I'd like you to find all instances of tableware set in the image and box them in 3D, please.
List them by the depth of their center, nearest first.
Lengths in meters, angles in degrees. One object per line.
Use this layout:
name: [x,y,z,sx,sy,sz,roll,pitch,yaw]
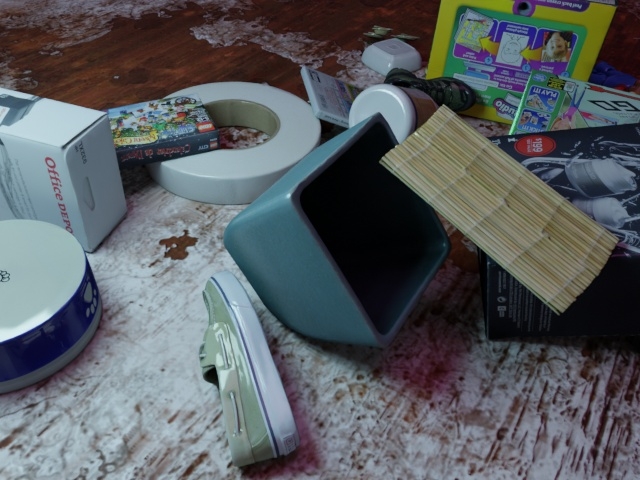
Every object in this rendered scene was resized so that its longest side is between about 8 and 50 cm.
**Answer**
tableware set: [0.205,-0.599,1.682,0.141,0.020,0.168,8,13,-9]

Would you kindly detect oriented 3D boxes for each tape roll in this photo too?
tape roll: [-0.189,-0.224,1.249,0.392,0.072,0.392,2,42,-2]

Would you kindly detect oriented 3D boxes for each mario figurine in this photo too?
mario figurine: [0.756,-0.340,1.446,0.198,0.170,0.320,-38,36,7]

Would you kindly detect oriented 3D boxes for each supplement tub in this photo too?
supplement tub: [0.165,-0.248,1.211,0.144,0.144,0.200,30,23,25]

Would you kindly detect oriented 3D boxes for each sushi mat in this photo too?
sushi mat: [0.241,-0.053,0.787,0.316,0.019,0.151,43,64,16]

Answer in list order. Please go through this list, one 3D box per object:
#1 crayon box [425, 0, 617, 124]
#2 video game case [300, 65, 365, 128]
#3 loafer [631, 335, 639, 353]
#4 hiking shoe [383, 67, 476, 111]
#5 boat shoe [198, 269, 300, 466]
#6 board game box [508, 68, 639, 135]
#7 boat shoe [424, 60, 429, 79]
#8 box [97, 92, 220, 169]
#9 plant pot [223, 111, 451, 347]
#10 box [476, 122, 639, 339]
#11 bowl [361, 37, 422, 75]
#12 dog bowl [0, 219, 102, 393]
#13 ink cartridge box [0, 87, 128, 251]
crayon box: [0.447,-0.438,1.352,0.363,0.313,0.106,16,43,13]
video game case: [0.057,-0.324,1.360,0.193,0.023,0.212,14,37,-25]
loafer: [0.603,0.152,0.893,0.220,0.080,0.078,14,44,11]
hiking shoe: [0.252,-0.341,1.373,0.227,0.086,0.114,16,41,15]
boat shoe: [-0.122,0.164,0.805,0.094,0.109,0.302,-15,49,-18]
board game box: [0.560,-0.209,1.197,0.317,0.213,0.046,20,11,17]
boat shoe: [0.398,-0.506,1.584,0.257,0.095,0.095,-29,52,-31]
box: [-0.335,-0.218,1.146,0.233,0.044,0.159,-16,46,-19]
plant pot: [0.000,0.000,0.876,0.252,0.248,0.247,-15,24,44]
box: [0.420,-0.025,0.952,0.312,0.179,0.343,-3,41,12]
bowl: [0.202,-0.520,1.617,0.142,0.053,0.142,-23,48,-28]
dog bowl: [-0.473,0.090,0.857,0.265,0.104,0.265,2,43,-2]
ink cartridge box: [-0.517,-0.132,1.008,0.307,0.223,0.129,15,43,11]
